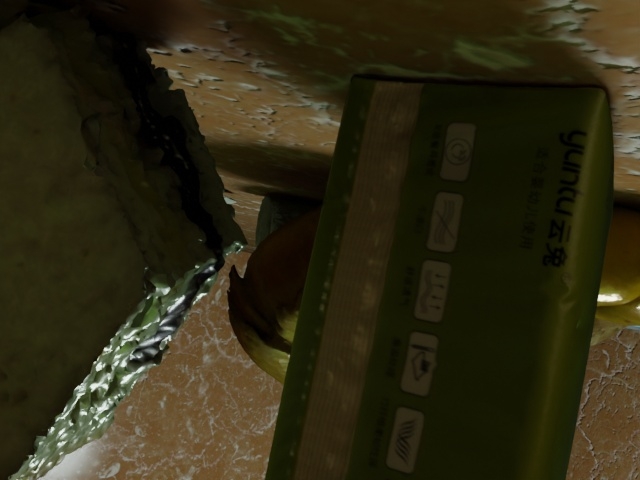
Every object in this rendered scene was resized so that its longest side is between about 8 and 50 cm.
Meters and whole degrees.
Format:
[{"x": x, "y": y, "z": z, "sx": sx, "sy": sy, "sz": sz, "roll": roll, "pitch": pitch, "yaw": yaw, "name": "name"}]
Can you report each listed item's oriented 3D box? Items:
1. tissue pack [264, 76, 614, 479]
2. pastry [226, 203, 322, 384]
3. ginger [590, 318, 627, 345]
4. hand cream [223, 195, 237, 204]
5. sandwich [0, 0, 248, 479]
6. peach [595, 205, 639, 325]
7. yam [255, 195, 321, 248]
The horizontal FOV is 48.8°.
[{"x": 0.088, "y": 0.060, "z": 0.461, "sx": 0.167, "sy": 0.275, "sz": 0.200, "roll": 8, "pitch": 174, "yaw": 24, "name": "tissue pack"}, {"x": 0.069, "y": 0.068, "z": 0.832, "sx": 0.355, "sy": 0.164, "sz": 0.356, "roll": -9, "pitch": 147, "yaw": -6, "name": "pastry"}, {"x": 0.342, "y": 0.069, "z": 0.815, "sx": 0.214, "sy": 0.059, "sz": 0.133, "roll": -27, "pitch": 177, "yaw": -20, "name": "ginger"}, {"x": -0.269, "y": -0.075, "z": 1.084, "sx": 0.275, "sy": 0.059, "sz": 0.095, "roll": 5, "pitch": 172, "yaw": 18, "name": "hand cream"}, {"x": -0.208, "y": -0.010, "z": 0.420, "sx": 0.325, "sy": 0.263, "sz": 0.131, "roll": 10, "pitch": 180, "yaw": 18, "name": "sandwich"}, {"x": 0.262, "y": 0.025, "z": 0.668, "sx": 0.179, "sy": 0.103, "sz": 0.179, "roll": 4, "pitch": 168, "yaw": 1, "name": "peach"}, {"x": 0.000, "y": 0.000, "z": 1.001, "sx": 0.194, "sy": 0.108, "sz": 0.107, "roll": 13, "pitch": 175, "yaw": -2, "name": "yam"}]
